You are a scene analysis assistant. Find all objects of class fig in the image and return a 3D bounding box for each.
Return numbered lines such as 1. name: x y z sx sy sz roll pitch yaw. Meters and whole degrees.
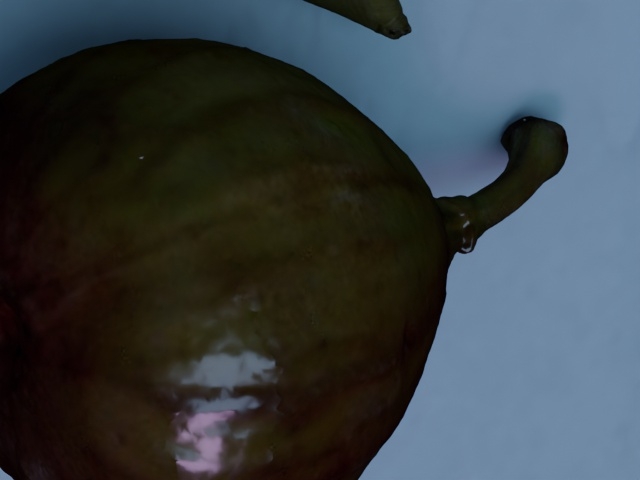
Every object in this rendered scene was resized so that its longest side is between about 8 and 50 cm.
1. fig: 0.000 0.000 0.823 0.321 0.217 0.217 -20 121 -33

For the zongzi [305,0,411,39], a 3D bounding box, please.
1. zongzi: -0.059 -0.130 0.795 0.160 0.078 0.176 -23 123 -4
